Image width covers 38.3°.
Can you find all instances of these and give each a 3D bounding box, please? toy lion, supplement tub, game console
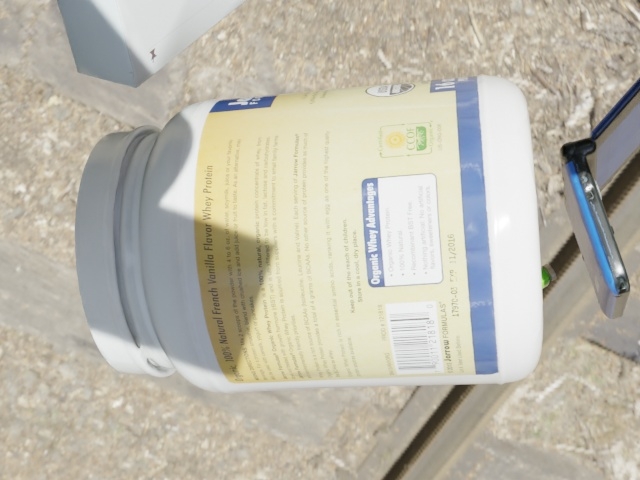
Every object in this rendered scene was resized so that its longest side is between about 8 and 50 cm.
[{"bbox_3d":[0.276,0.026,1.265,0.034,0.096,0.100,-32,76,-4],"label":"toy lion"},{"bbox_3d":[0.000,0.000,0.702,0.316,0.228,0.228,-3,121,10],"label":"supplement tub"},{"bbox_3d":[0.387,-0.059,1.112,0.173,0.293,0.250,-19,75,13],"label":"game console"}]

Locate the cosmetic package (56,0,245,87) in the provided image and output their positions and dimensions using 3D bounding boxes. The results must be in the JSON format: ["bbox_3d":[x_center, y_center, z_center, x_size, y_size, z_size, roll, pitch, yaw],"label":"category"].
[{"bbox_3d":[-0.148,-0.387,1.008,0.097,0.377,0.285,16,135,27],"label":"cosmetic package"}]
